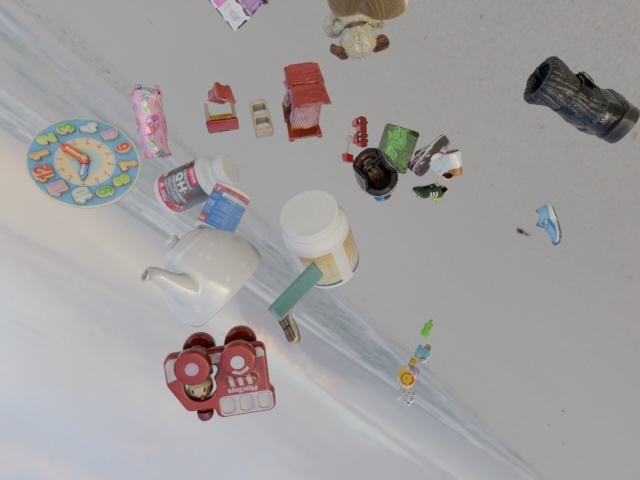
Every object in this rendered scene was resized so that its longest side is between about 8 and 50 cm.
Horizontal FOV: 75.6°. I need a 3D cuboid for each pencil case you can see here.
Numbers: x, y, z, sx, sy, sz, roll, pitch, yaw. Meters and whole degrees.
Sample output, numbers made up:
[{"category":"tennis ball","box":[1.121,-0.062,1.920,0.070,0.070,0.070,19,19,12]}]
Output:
[{"category":"pencil case","box":[-0.674,-0.469,1.649,0.124,0.283,0.124,-3,-166,1]}]

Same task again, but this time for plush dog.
[{"category":"plush dog","box":[0.139,-0.788,1.530,0.263,0.225,0.210,-10,178,7]}]

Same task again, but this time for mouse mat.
[{"category":"mouse mat","box":[0.328,-0.399,1.793,0.153,0.189,0.007,19,-171,8]}]

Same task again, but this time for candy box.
[{"category":"candy box","box":[-0.274,-0.737,1.201,0.070,0.164,0.196,-25,126,30]}]

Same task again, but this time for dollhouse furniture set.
[{"category":"dollhouse furniture set","box":[-0.175,-0.407,1.287,0.201,0.374,0.152,108,148,-73]}]

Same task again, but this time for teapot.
[{"category":"teapot","box":[-0.273,0.057,0.949,0.187,0.252,0.256,44,153,-9]}]

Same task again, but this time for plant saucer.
[{"category":"plant saucer","box":[-0.067,0.149,1.198,0.018,0.192,0.067,30,160,48]}]

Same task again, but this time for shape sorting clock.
[{"category":"shape sorting clock","box":[-0.481,-0.162,0.844,0.206,0.206,0.040,35,155,-7]}]

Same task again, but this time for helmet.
[{"category":"helmet","box":[0.208,-0.244,1.530,0.169,0.169,0.161,21,160,47]}]

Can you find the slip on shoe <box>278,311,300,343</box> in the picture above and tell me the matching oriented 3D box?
[{"category":"slip on shoe","box":[-0.098,0.270,1.327,0.041,0.051,0.135,30,-155,-51]}]

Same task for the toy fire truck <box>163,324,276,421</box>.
[{"category":"toy fire truck","box":[-0.293,0.405,1.212,0.302,0.253,0.169,-8,-172,-8]}]

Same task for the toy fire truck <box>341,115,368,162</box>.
[{"category":"toy fire truck","box":[0.159,-0.468,1.918,0.047,0.191,0.135,4,172,-39]}]

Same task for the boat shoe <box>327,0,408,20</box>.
[{"category":"boat shoe","box":[0.140,-0.686,1.150,0.277,0.096,0.098,29,159,38]}]

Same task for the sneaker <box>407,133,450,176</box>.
[{"category":"sneaker","box":[0.375,-0.312,1.462,0.072,0.178,0.077,51,173,-39]}]

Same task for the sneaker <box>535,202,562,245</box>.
[{"category":"sneaker","box":[0.863,-0.056,1.563,0.073,0.162,0.063,-20,158,34]}]

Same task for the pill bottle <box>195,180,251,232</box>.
[{"category":"pill bottle","box":[-0.326,-0.069,1.330,0.124,0.221,0.124,25,173,3]}]

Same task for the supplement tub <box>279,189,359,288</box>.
[{"category":"supplement tub","box":[0.000,0.000,1.416,0.228,0.228,0.316,27,156,31]}]

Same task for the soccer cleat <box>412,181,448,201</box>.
[{"category":"soccer cleat","box":[0.410,-0.190,1.547,0.179,0.072,0.060,2,-135,-43]}]

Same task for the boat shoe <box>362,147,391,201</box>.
[{"category":"boat shoe","box":[0.262,-0.310,1.942,0.109,0.089,0.258,-5,101,51]}]

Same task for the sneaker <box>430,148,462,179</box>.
[{"category":"sneaker","box":[0.498,-0.314,1.747,0.290,0.106,0.123,-138,27,-72]}]

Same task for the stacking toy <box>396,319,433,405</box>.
[{"category":"stacking toy","box":[0.290,0.365,1.222,0.052,0.221,0.167,22,146,25]}]

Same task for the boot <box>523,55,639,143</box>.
[{"category":"boot","box":[0.695,-0.402,1.149,0.260,0.131,0.348,28,-154,4]}]

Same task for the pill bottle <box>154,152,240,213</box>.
[{"category":"pill bottle","box":[-0.493,-0.236,1.668,0.319,0.176,0.176,-19,142,20]}]
